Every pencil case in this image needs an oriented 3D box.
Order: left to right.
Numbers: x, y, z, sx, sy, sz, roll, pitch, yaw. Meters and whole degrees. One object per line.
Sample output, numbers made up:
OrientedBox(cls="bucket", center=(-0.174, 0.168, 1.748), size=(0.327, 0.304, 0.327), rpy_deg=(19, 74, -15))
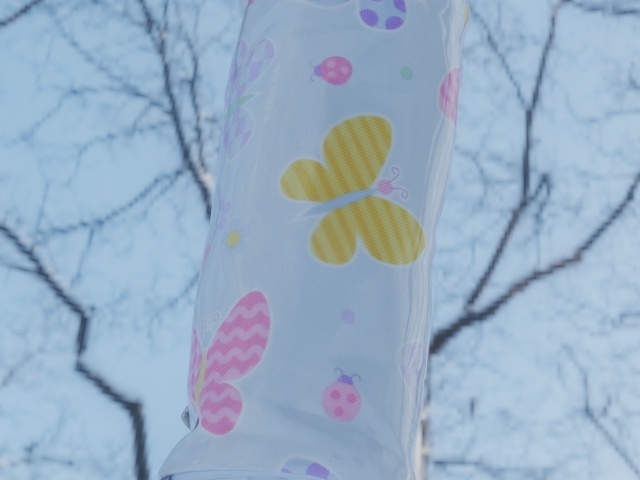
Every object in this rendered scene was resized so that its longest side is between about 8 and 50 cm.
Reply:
OrientedBox(cls="pencil case", center=(0.000, 0.000, 0.835), size=(0.113, 0.273, 0.124), rpy_deg=(12, -21, -11))
